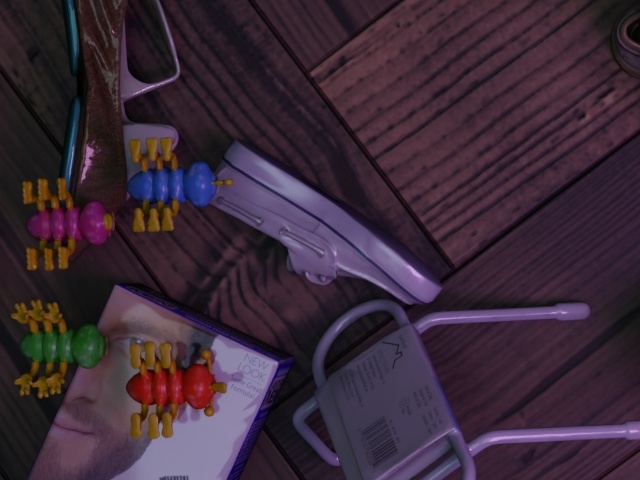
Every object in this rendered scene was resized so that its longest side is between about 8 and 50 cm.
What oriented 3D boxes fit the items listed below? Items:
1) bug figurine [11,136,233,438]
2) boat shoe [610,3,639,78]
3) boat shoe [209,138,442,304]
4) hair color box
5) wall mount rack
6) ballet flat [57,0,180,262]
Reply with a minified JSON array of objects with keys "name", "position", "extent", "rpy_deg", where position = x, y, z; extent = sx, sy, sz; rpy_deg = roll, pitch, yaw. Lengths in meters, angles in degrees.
[{"name":"bug figurine","position":[-0.186,0.042,1.622],"extent":[0.216,0.072,0.279],"rpy_deg":[2,91,15]},{"name":"boat shoe","position":[0.423,-0.199,1.636],"extent":[0.285,0.089,0.105],"rpy_deg":[-8,89,7]},{"name":"boat shoe","position":[0.000,0.000,1.698],"extent":[0.258,0.095,0.084],"rpy_deg":[35,98,17]},{"name":"hair color box","position":[-0.182,0.231,1.706],"extent":[0.185,0.110,0.339],"rpy_deg":[25,91,8]},{"name":"wall mount rack","position":[0.131,0.165,1.601],"extent":[0.304,0.350,0.130],"rpy_deg":[-36,122,9]},{"name":"ballet flat","position":[-0.203,-0.149,1.721],"extent":[0.124,0.116,0.342],"rpy_deg":[1,86,-11]}]
